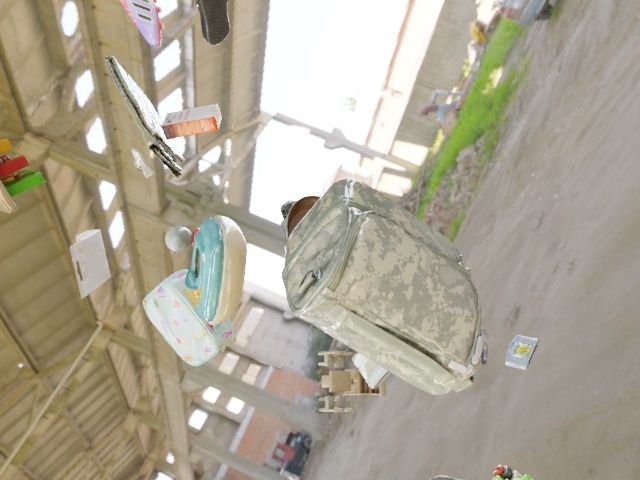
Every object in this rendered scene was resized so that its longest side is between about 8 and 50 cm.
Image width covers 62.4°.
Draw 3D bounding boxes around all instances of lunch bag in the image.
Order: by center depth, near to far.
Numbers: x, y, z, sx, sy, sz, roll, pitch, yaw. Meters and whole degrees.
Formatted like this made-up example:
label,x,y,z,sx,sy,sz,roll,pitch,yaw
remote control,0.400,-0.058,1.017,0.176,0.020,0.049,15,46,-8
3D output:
label,x,y,z,sx,sy,sz,roll,pitch,yaw
lunch bag,0.099,0.082,0.833,0.212,0.305,0.256,-49,19,26
lunch bag,-0.387,0.234,1.583,0.224,0.279,0.108,-37,2,41

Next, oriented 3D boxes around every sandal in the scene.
label,x,y,z,sx,sy,sz,roll,pitch,yaw
sandal,-0.265,-0.578,1.262,0.097,0.054,0.254,-39,-13,-26

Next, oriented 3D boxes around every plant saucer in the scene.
label,x,y,z,sx,sy,sz,roll,pitch,yaw
plant saucer,0.000,0.000,1.136,0.036,0.198,0.198,-31,24,45

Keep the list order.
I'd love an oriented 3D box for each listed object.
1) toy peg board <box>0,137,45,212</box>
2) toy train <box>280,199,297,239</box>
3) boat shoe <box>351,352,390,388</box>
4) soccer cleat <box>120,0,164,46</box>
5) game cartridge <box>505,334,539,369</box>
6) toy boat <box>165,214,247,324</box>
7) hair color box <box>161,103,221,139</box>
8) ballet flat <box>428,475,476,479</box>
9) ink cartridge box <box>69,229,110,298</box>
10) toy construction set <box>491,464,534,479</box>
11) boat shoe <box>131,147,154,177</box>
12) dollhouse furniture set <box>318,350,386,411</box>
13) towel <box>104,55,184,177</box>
label,x,y,z,sx,sy,sz,roll,pitch,yaw
toy peg board,-0.551,-0.140,0.892,0.079,0.161,0.161,-37,-59,-34
toy train,-0.019,0.018,1.647,0.142,0.334,0.190,-33,-25,23
boat shoe,0.222,0.256,1.304,0.320,0.103,0.118,-36,-16,24
soccer cleat,-0.424,-0.549,1.194,0.083,0.095,0.248,-27,80,66
game cartridge,0.444,0.246,1.170,0.083,0.056,0.017,-51,-56,-31
toy boat,-0.280,0.050,1.268,0.318,0.148,0.267,-132,48,-57
hair color box,-0.397,-0.367,1.634,0.093,0.167,0.053,-93,-7,-51
ballet flat,0.391,0.644,1.348,0.058,0.250,0.084,25,-122,-60
ink cartridge box,-0.781,0.076,1.753,0.225,0.056,0.181,-78,-18,-74
toy construction set,0.378,0.616,1.138,0.327,0.151,0.215,-38,-7,23
boat shoe,-0.560,-0.239,1.639,0.035,0.100,0.035,-39,20,-20
dollhouse furniture set,0.119,0.527,1.976,0.242,0.161,0.212,23,-118,-54
towel,-0.524,-0.370,1.623,0.056,0.324,0.312,-28,-9,-5
